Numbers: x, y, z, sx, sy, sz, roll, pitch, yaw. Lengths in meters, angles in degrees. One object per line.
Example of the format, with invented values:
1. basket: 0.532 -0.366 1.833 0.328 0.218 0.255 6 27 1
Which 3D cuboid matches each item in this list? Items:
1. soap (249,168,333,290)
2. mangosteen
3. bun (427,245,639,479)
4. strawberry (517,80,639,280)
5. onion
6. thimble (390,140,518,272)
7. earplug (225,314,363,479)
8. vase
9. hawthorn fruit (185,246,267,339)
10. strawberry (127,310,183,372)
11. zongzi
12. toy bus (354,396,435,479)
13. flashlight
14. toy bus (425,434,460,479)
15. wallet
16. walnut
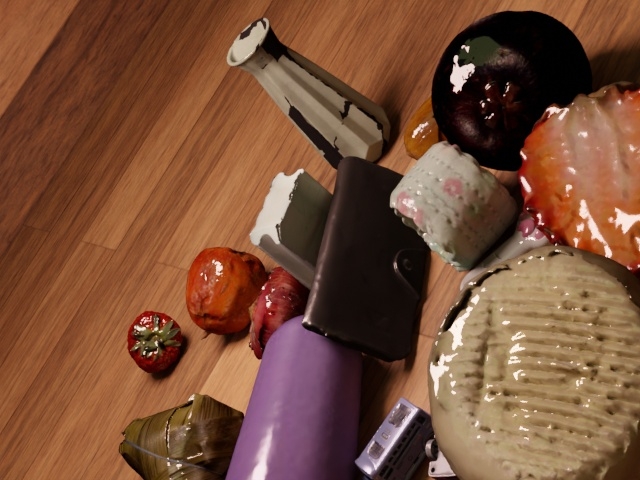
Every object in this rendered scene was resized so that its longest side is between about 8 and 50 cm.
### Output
1. soap: 0.000 0.000 1.939 0.094 0.261 0.150 -10 51 43
2. mangosteen: 0.328 -0.251 1.802 0.233 0.287 0.287 37 89 32
3. bun: 0.307 0.191 1.380 0.359 0.211 0.360 -16 57 26
4. strawberry: 0.434 -0.070 1.574 0.265 0.149 0.336 -24 51 27
5. onion: -0.060 0.143 2.004 0.184 0.147 0.184 13 -90 -86
6. thimble: 0.219 -0.055 1.796 0.149 0.185 0.211 -48 -9 -1
7. earplug: -0.036 0.312 1.729 0.215 0.215 0.456 -28 36 34
8. vase: -0.019 -0.285 2.153 0.165 0.360 0.165 -33 36 28
9. hawthorn fruit: -0.188 0.100 2.197 0.173 0.173 0.179 -25 67 37
10. strawberry: -0.355 0.222 2.331 0.131 0.148 0.131 -2 69 6
11. zongzi: -0.279 0.452 1.979 0.286 0.138 0.300 -26 49 43
12. toy bus: 0.109 0.326 1.640 0.167 0.076 0.073 -55 31 -5
13. flashlight: 0.300 0.024 1.726 0.200 0.047 0.093 -45 31 11
14. toy bus: 0.218 0.265 1.547 0.087 0.098 0.178 -18 48 44
15. wallet: 0.090 0.032 1.858 0.051 0.197 0.377 -50 21 52
16. walnut: 0.240 -0.227 2.012 0.207 0.116 0.116 -45 31 -3
